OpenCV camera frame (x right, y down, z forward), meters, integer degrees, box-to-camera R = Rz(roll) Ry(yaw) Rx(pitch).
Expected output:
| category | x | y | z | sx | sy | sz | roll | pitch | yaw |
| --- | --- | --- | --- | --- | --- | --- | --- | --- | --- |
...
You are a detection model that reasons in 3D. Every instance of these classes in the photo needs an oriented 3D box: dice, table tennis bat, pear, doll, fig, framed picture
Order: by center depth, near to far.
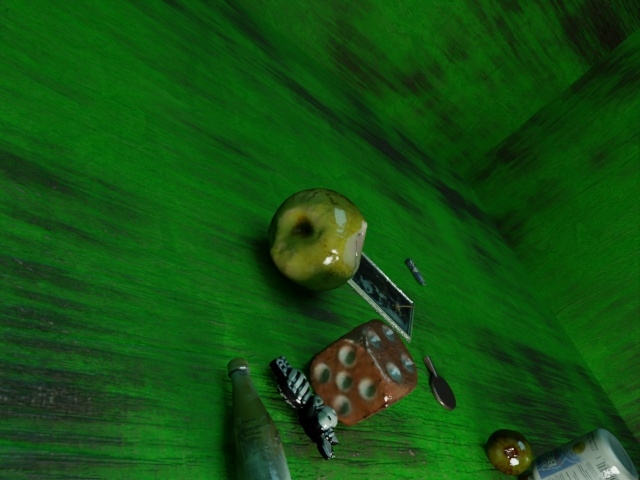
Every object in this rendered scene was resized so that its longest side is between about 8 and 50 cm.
| category | x | y | z | sx | sy | sz | roll | pitch | yaw |
| --- | --- | --- | --- | --- | --- | --- | --- | --- | --- |
| doll | -0.026 | 0.325 | 1.006 | 0.219 | 0.067 | 0.091 | 56 | 7 | 11 |
| dice | 0.097 | 0.288 | 1.122 | 0.179 | 0.175 | 0.174 | 55 | 26 | 16 |
| pear | 0.000 | 0.000 | 1.288 | 0.271 | 0.271 | 0.271 | 37 | 28 | -23 |
| fig | 0.538 | 0.603 | 1.490 | 0.124 | 0.124 | 0.236 | 55 | 2 | 13 |
| table tennis bat | 0.385 | 0.394 | 1.491 | 0.108 | 0.119 | 0.169 | 17 | 42 | -48 |
| framed picture | 0.199 | 0.164 | 1.634 | 0.296 | 0.019 | 0.232 | 44 | 26 | -9 |
| doll | 0.365 | 0.119 | 1.944 | 0.125 | 0.027 | 0.037 | 59 | 20 | 21 |

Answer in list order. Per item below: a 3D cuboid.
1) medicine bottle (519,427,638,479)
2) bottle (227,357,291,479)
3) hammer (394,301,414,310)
| category | x | y | z | sx | sy | sz | roll | pitch | yaw |
| --- | --- | --- | --- | --- | --- | --- | --- | --- | --- |
| medicine bottle | 0.710 | 0.657 | 1.431 | 0.157 | 0.289 | 0.157 | 37 | 28 | -24 |
| bottle | -0.114 | 0.320 | 0.861 | 0.083 | 0.083 | 0.269 | 25 | 31 | -40 |
| hammer | 0.274 | 0.212 | 1.643 | 0.123 | 0.014 | 0.029 | 10 | 53 | -53 |
